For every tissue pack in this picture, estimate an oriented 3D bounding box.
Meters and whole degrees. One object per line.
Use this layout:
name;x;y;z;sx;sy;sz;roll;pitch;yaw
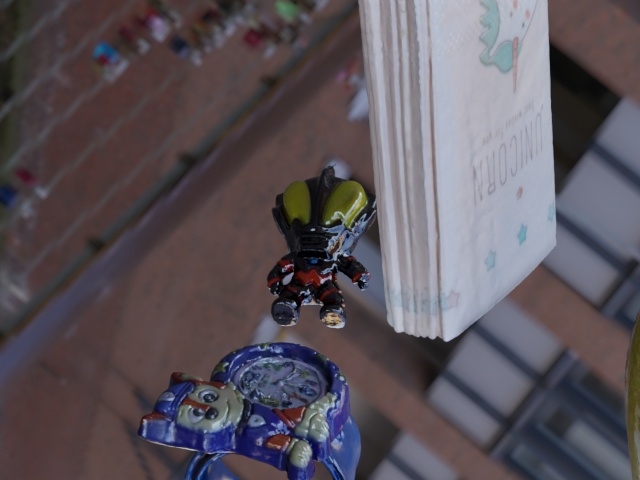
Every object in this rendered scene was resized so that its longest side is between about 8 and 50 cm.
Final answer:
tissue pack;0.095;-0.111;1.207;0.170;0.071;0.325;-40;133;-48

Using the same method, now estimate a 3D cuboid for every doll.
doll;0.002;-0.002;2.153;0.088;0.127;0.248;124;-15;-46

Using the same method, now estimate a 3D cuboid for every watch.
watch;-0.058;0.215;1.769;0.171;0.196;0.200;-60;157;-53

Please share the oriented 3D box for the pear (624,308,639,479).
pear;0.422;0.127;1.452;0.386;0.340;0.191;-65;174;12
